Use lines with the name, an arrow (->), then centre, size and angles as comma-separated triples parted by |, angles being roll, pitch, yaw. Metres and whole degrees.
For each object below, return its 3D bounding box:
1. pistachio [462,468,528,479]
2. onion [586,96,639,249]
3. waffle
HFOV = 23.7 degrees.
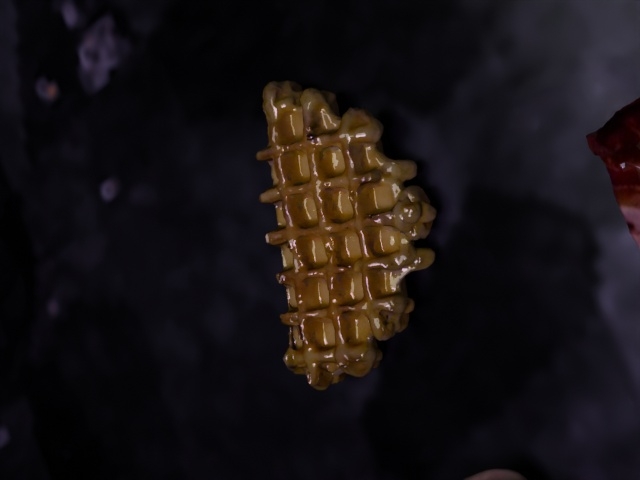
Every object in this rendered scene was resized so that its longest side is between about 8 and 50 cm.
pistachio -> 0.086, 0.252, 0.945 | 0.136, 0.136, 0.226 | 25, 103, 32
onion -> 0.268, -0.010, 0.719 | 0.207, 0.216, 0.206 | -32, 80, 27
waffle -> 0.000, 0.000, 1.019 | 0.161, 0.046, 0.192 | 33, 114, 27
